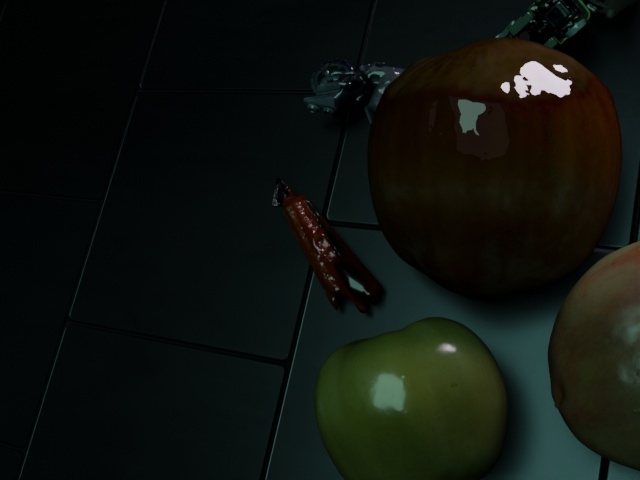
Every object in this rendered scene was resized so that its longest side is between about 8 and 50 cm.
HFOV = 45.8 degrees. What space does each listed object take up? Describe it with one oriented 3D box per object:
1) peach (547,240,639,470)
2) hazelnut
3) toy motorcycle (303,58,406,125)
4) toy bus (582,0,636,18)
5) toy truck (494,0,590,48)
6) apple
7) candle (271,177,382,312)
[{"bbox_3d":[0.420,0.142,0.914,0.292,0.247,0.292,0,68,1],"label":"peach"},{"bbox_3d":[0.230,-0.104,1.066,0.366,0.366,0.366,-8,69,22],"label":"hazelnut"},{"bbox_3d":[0.094,-0.224,1.283,0.270,0.106,0.159,14,73,24],"label":"toy motorcycle"},{"bbox_3d":[0.420,-0.444,1.114,0.133,0.276,0.165,-47,71,2],"label":"toy bus"},{"bbox_3d":[0.332,-0.315,1.194,0.085,0.116,0.191,46,120,2],"label":"toy truck"},{"bbox_3d":[0.120,0.230,1.026,0.262,0.262,0.262,-8,69,22],"label":"apple"},{"bbox_3d":[0.000,0.000,1.271,0.084,0.059,0.302,-32,63,-2],"label":"candle"}]
